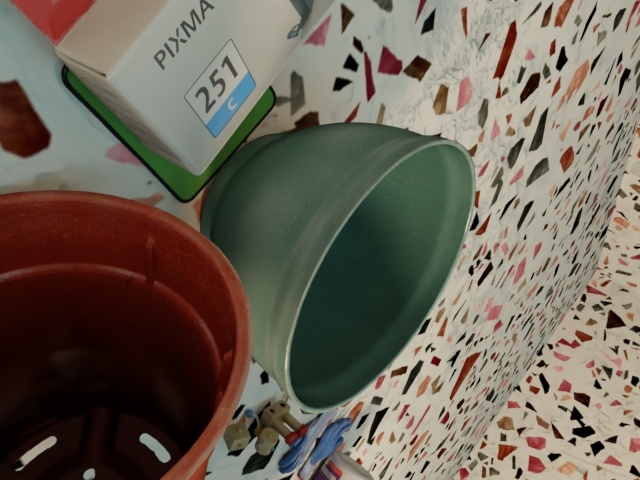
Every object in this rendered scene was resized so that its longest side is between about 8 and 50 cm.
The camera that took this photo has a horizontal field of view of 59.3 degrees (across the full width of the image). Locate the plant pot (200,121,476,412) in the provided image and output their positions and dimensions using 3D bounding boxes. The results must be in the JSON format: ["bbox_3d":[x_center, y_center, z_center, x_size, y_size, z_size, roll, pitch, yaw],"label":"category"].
[{"bbox_3d":[0.000,0.000,0.594,0.293,0.196,0.293,-35,141,-34],"label":"plant pot"}]

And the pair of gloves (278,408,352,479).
[{"bbox_3d":[-0.006,0.391,1.080,0.159,0.023,0.198,-50,148,-15],"label":"pair of gloves"}]

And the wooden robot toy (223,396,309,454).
[{"bbox_3d":[-0.075,0.298,0.867,0.173,0.076,0.079,-14,138,-49],"label":"wooden robot toy"}]

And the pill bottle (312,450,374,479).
[{"bbox_3d":[0.016,0.544,1.156,0.193,0.108,0.108,-55,148,-5],"label":"pill bottle"}]

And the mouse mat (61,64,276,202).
[{"bbox_3d":[-0.118,-0.135,0.501,0.152,0.007,0.189,-51,149,-12],"label":"mouse mat"}]

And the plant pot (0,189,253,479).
[{"bbox_3d":[-0.193,0.150,0.418,0.272,0.272,0.265,-32,147,-36],"label":"plant pot"}]

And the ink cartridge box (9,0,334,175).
[{"bbox_3d":[-0.074,-0.229,0.390,0.296,0.066,0.261,-56,156,-10],"label":"ink cartridge box"}]
